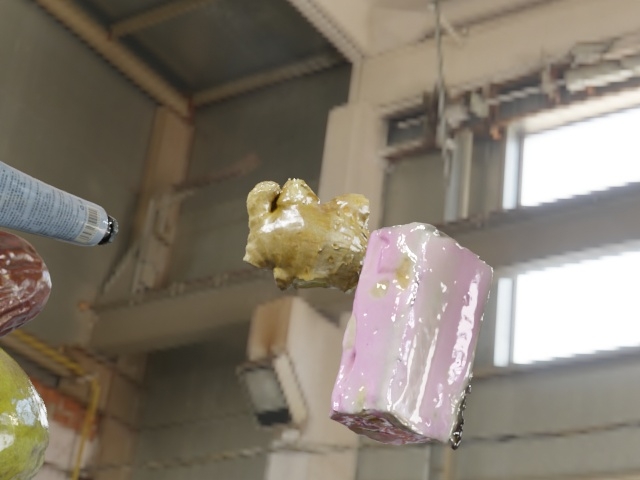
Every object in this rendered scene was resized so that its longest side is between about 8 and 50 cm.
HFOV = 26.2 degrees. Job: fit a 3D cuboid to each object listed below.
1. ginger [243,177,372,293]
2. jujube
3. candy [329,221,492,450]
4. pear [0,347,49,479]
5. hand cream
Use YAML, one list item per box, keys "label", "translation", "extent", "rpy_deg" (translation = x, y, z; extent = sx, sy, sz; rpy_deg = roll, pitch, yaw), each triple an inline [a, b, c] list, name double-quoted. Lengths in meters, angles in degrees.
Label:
- label: "ginger"
  translation: [0.000, 0.000, 1.900]
  extent: [0.216, 0.157, 0.102]
  rpy_deg: [7, -15, -2]
- label: "jujube"
  translation: [-0.541, 0.074, 2.113]
  extent: [0.243, 0.183, 0.183]
  rpy_deg: [-17, -13, -36]
- label: "candy"
  translation: [0.118, 0.124, 1.759]
  extent: [0.155, 0.265, 0.116]
  rpy_deg: [28, -22, -37]
- label: "pear"
  translation: [-0.568, 0.243, 1.794]
  extent: [0.413, 0.352, 0.352]
  rpy_deg: [12, -25, -42]
- label: "hand cream"
  translation: [-0.367, -0.045, 1.786]
  extent: [0.058, 0.091, 0.271]
  rpy_deg: [16, -3, 36]
